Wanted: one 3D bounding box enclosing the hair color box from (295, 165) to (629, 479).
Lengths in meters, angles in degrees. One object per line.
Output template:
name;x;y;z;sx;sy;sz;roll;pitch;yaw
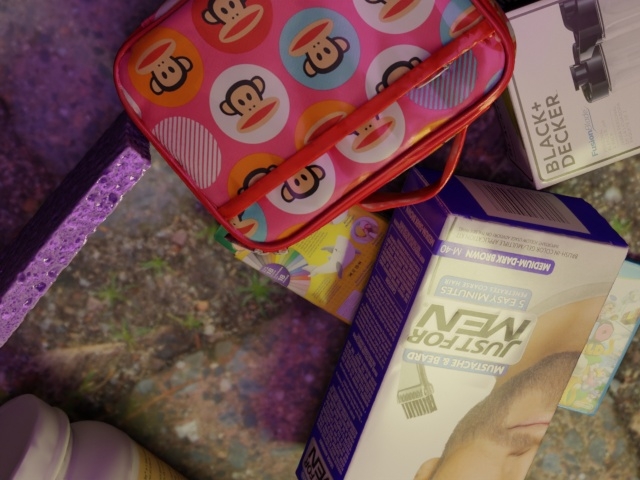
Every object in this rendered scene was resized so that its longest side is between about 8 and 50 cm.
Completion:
hair color box;0.122;0.116;1.232;0.185;0.110;0.338;9;116;-22

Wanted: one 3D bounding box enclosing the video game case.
video game case;0.250;0.086;1.322;0.119;0.015;0.166;17;108;-16

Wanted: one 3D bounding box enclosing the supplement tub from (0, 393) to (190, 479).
supplement tub;-0.190;0.314;1.217;0.331;0.241;0.241;40;101;-21

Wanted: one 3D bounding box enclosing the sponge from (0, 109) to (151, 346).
sponge;-0.217;-0.015;1.144;0.031;0.117;0.210;38;102;-20

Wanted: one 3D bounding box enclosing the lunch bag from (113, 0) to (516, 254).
lunch bag;0.007;-0.133;1.096;0.293;0.120;0.258;-36;100;18

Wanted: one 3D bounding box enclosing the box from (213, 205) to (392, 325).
box;0.000;0.000;1.229;0.179;0.043;0.105;32;104;-23

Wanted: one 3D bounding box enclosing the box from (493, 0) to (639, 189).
box;0.291;-0.175;1.182;0.290;0.087;0.169;-19;113;-1
